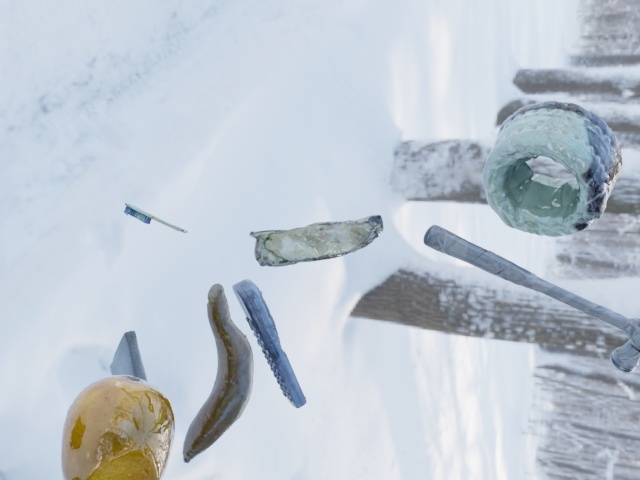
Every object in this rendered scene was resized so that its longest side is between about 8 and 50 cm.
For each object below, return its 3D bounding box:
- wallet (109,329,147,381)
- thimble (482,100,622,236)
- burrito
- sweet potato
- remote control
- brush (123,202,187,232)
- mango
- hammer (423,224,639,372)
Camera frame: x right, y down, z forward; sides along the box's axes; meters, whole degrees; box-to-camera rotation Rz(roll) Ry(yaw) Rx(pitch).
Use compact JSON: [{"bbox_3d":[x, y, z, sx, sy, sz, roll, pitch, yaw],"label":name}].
[{"bbox_3d":[-0.468,0.427,1.809,0.191,0.046,0.379,-53,-135,39],"label":"wallet"},{"bbox_3d":[0.402,-0.120,1.277,0.150,0.237,0.237,-54,145,-37],"label":"thimble"},{"bbox_3d":[-0.001,-0.001,1.184,0.063,0.229,0.058,-118,-156,-55],"label":"burrito"},{"bbox_3d":[-0.174,0.248,1.309,0.108,0.079,0.346,4,101,-31],"label":"sweet potato"},{"bbox_3d":[-0.055,0.112,0.786,0.027,0.043,0.153,-28,104,-22],"label":"remote control"},{"bbox_3d":[-0.394,-0.046,1.704,0.030,0.178,0.033,-63,160,-8],"label":"brush"},{"bbox_3d":[-0.304,0.323,1.081,0.191,0.159,0.290,-119,-146,-55],"label":"mango"},{"bbox_3d":[0.368,0.084,1.208,0.044,0.426,0.152,-61,172,-53],"label":"hammer"}]
